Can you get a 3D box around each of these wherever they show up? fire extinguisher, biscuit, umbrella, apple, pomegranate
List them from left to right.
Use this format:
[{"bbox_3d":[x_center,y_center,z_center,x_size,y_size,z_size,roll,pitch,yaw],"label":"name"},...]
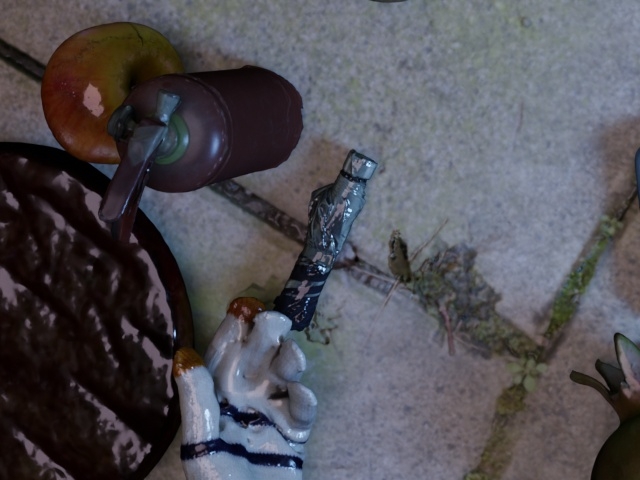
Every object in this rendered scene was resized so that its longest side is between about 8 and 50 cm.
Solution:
[{"bbox_3d":[-0.317,0.098,1.748,0.408,0.091,0.407,3,99,18],"label":"biscuit"},{"bbox_3d":[-0.203,-0.140,1.655,0.147,0.146,0.146,2,98,16],"label":"apple"},{"bbox_3d":[-0.116,-0.080,1.535,0.107,0.337,0.147,20,103,14],"label":"fire extinguisher"},{"bbox_3d":[0.000,0.000,1.664,0.050,0.046,0.188,22,103,-8],"label":"umbrella"},{"bbox_3d":[0.315,0.191,1.544,0.181,0.181,0.224,-35,71,17],"label":"pomegranate"}]

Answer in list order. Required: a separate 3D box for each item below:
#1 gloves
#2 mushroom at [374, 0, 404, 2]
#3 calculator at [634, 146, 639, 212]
[{"bbox_3d":[-0.071,0.168,1.669,0.140,0.131,0.218,0,80,2],"label":"gloves"},{"bbox_3d":[0.129,-0.398,1.528,0.154,0.137,0.407,27,107,-1],"label":"mushroom"},{"bbox_3d":[0.355,-0.010,1.566,0.121,0.039,0.210,-6,95,15],"label":"calculator"}]
